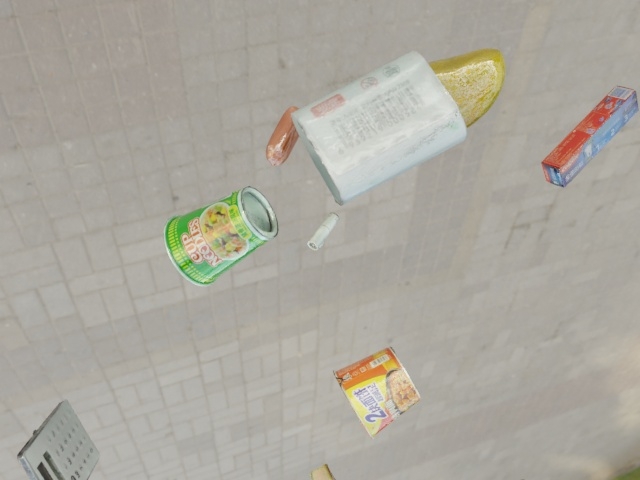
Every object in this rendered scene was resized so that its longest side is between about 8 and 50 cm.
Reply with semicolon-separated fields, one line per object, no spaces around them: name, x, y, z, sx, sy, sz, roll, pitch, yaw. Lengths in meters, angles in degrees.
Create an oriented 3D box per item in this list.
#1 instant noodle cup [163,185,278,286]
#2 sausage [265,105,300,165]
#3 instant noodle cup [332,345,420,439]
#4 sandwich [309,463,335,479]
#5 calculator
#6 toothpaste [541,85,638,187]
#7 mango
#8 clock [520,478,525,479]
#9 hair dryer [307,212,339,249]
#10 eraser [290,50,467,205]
instant noodle cup;-0.239;-0.024;1.597;0.232;0.207;0.207;-29;144;24
sausage;-0.100;-0.299;1.818;0.194;0.077;0.077;-66;148;-23
instant noodle cup;0.157;0.396;1.706;0.174;0.213;0.213;-31;142;-2
sandwich;0.038;0.609;1.422;0.058;0.193;0.162;-26;170;-5
calculator;-0.514;0.431;1.262;0.021;0.262;0.161;-26;101;-1
toothpaste;0.718;-0.278;1.689;0.320;0.066;0.076;-43;131;-11
mango;0.306;-0.354;1.601;0.331;0.142;0.195;-13;104;9
clock;0.501;0.640;1.603;0.010;0.074;0.083;22;129;-3
hair dryer;-0.005;0.006;2.215;0.155;0.044;0.183;-51;170;-35
eraser;0.090;-0.178;1.004;0.227;0.174;0.081;-28;168;-7
